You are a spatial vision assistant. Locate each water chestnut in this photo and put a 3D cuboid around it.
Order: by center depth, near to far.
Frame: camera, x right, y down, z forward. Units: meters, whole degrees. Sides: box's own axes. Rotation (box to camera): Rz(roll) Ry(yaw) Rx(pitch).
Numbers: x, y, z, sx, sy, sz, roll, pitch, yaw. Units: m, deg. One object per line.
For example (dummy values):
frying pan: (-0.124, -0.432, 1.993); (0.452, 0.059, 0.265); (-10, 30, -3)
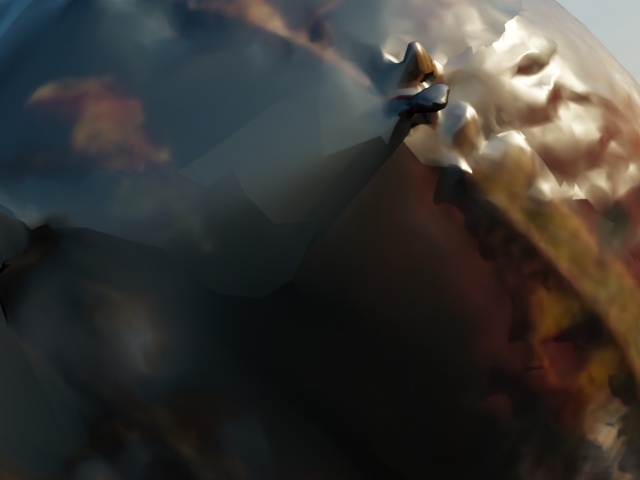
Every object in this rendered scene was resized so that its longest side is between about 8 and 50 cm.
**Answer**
water chestnut: (0.000, 0.000, 0.562); (0.347, 0.335, 0.335); (-51, -4, -35)
